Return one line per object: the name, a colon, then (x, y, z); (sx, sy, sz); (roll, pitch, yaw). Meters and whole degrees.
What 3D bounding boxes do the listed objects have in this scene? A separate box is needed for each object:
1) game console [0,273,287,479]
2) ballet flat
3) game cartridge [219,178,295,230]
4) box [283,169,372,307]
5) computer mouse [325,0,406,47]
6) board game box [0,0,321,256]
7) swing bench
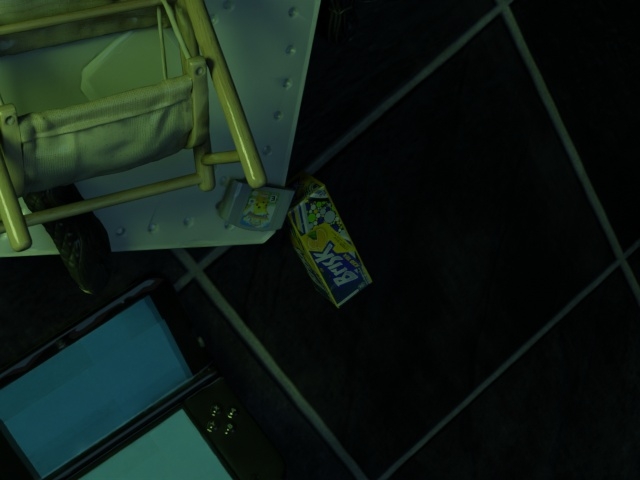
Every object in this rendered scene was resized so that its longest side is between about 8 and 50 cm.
game console: (-0.224, 0.232, 1.501); (0.293, 0.250, 0.173); (-34, 155, -14)
ballet flat: (-0.260, -0.011, 1.366); (0.057, 0.049, 0.173); (-55, 143, -34)
game cartridge: (-0.072, -0.038, 1.485); (0.083, 0.017, 0.056); (7, 115, -36)
box: (0.000, 0.000, 1.592); (0.059, 0.054, 0.169); (-37, 129, -12)
computer mouse: (0.101, -0.330, 1.442); (0.262, 0.060, 0.184); (-34, 164, -7)
board game box: (-0.193, -0.175, 1.372); (0.390, 0.050, 0.390); (-3, 116, -33)
swing bench: (-0.214, -0.143, 1.227); (0.253, 0.165, 0.254); (-16, 98, -25)
